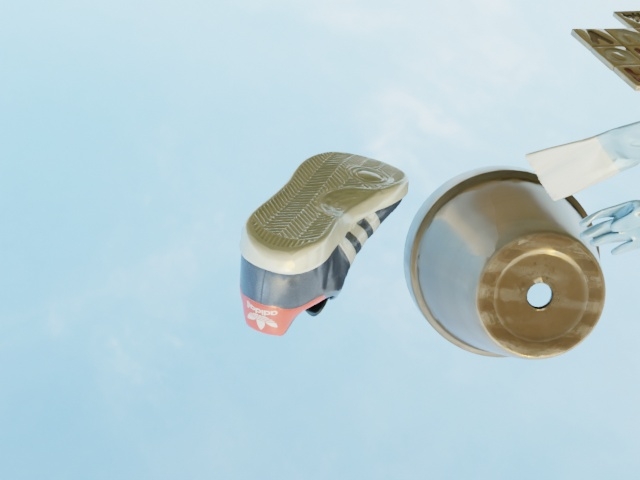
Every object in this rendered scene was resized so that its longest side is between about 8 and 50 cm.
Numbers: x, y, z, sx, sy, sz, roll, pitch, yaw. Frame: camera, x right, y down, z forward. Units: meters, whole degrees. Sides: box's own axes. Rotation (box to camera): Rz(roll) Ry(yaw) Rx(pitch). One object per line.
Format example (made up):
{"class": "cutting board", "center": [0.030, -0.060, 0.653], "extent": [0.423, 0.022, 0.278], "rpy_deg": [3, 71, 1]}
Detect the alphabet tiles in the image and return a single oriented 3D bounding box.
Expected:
{"class": "alphabet tiles", "center": [0.383, -0.188, 0.956], "extent": [0.237, 0.009, 0.198], "rpy_deg": [-5, -140, -21]}

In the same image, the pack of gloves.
{"class": "pack of gloves", "center": [0.396, -0.075, 1.130], "extent": [0.195, 0.232, 0.046], "rpy_deg": [49, -135, -29]}

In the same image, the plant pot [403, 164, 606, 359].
{"class": "plant pot", "center": [0.307, 0.057, 1.467], "extent": [0.323, 0.323, 0.280], "rpy_deg": [13, -170, -6]}

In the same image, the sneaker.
{"class": "sneaker", "center": [0.000, 0.000, 1.157], "extent": [0.131, 0.148, 0.350], "rpy_deg": [21, -150, 21]}
